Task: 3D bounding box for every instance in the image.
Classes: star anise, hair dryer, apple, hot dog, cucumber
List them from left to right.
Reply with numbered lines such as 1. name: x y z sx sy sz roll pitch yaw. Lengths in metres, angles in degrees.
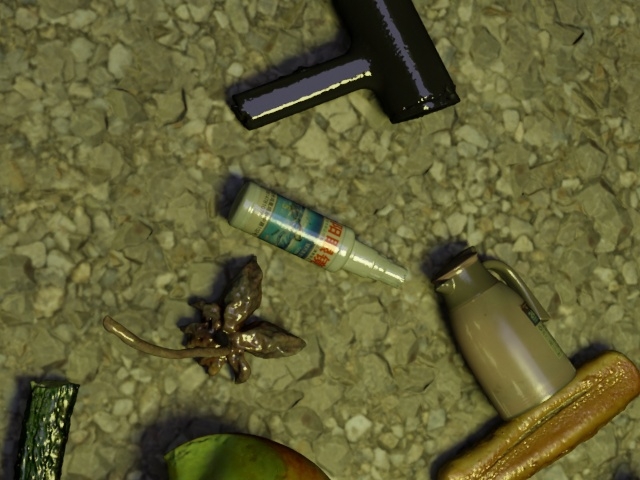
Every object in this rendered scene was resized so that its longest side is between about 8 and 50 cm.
1. cucumber: -0.302 0.242 1.484 0.058 0.058 0.187 10 82 -15
2. star anise: -0.114 0.086 1.476 0.219 0.227 0.148 8 90 -4
3. apple: -0.084 0.322 1.451 0.246 0.226 0.246 2 83 -18
4. hair dryer: 0.013 -0.200 1.602 0.251 0.089 0.197 -25 93 -10
5. hot dog: 0.260 0.227 1.644 0.286 0.061 0.087 -28 90 -15

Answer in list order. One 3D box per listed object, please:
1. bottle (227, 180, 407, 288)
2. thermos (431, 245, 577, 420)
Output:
1. bottle: 0.000 0.000 1.591 0.217 0.060 0.060 25 79 -14
2. thermos: 0.214 0.097 1.632 0.137 0.105 0.193 -33 88 -42
